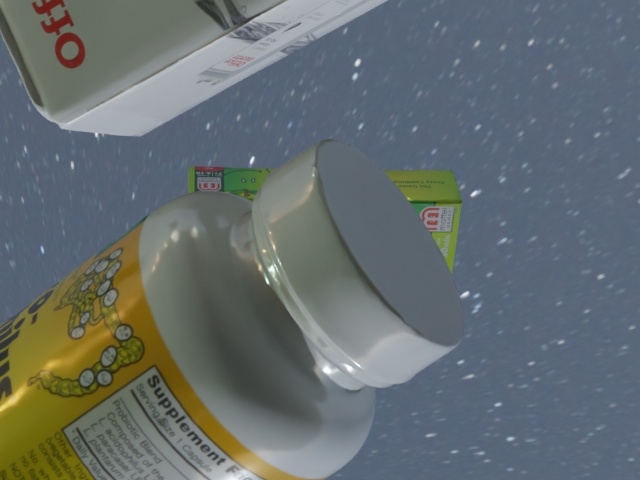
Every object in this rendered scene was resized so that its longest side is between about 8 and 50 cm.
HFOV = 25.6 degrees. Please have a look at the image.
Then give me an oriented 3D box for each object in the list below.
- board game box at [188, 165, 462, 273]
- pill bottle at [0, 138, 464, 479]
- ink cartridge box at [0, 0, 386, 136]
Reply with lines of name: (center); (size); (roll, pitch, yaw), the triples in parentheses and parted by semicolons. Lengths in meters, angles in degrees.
board game box: (0.000, 0.000, 0.963); (0.181, 0.043, 0.092); (0, -56, -5)
pill bottle: (-0.054, 0.055, 0.528); (0.208, 0.117, 0.118); (-34, -95, 22)
ink cartridge box: (-0.049, -0.210, 0.763); (0.283, 0.117, 0.207); (-27, -97, 16)
